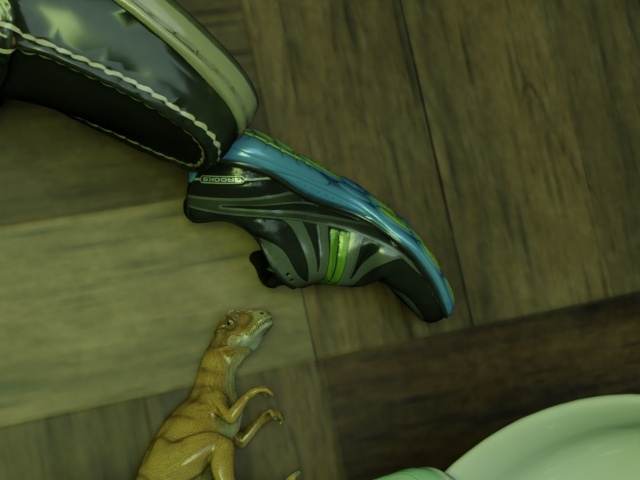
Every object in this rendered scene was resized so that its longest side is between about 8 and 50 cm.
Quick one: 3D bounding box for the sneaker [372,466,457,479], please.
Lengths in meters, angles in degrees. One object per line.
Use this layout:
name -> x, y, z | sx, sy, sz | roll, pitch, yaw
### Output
sneaker -> -0.046, 0.167, 0.681 | 0.256, 0.094, 0.151 | -31, 123, -6

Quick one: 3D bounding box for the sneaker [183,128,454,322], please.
sneaker -> 0.000, 0.000, 0.807 | 0.188, 0.067, 0.078 | 29, 100, -21

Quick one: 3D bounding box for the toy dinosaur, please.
toy dinosaur -> -0.079, 0.135, 0.756 | 0.112, 0.064, 0.211 | 32, 60, 6

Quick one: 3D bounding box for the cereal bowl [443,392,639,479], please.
cereal bowl -> 0.194, 0.256, 0.721 | 0.141, 0.339, 0.339 | 18, 71, -55

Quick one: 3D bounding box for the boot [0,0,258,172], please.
boot -> -0.248, -0.052, 0.669 | 0.377, 0.138, 0.284 | 27, 71, -11
